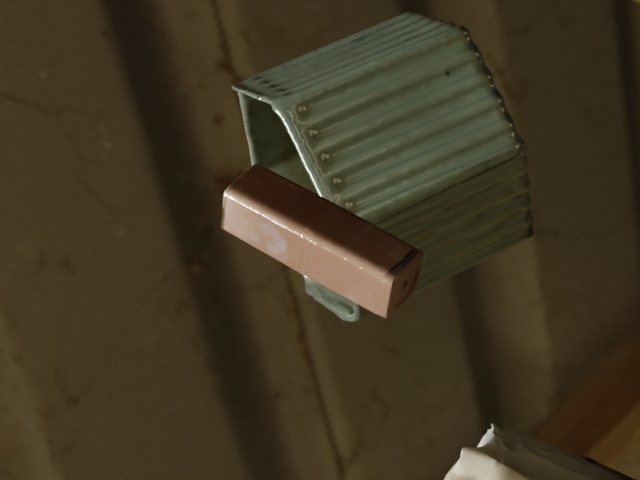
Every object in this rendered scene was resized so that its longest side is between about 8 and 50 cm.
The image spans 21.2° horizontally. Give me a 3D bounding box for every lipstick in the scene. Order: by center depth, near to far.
[{"bbox_3d":[0.000,0.000,1.216,0.045,0.145,0.045,-43,-28,-38],"label":"lipstick"}]

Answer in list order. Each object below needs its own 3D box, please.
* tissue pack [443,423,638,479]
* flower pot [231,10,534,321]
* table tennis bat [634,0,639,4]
[{"bbox_3d":[0.128,0.295,0.581,0.375,0.390,0.195,-64,-30,-7],"label":"tissue pack"},{"bbox_3d":[0.055,-0.068,1.494,0.189,0.209,0.239,-24,-41,-14],"label":"flower pot"},{"bbox_3d":[0.405,-0.250,1.513,0.224,0.368,0.054,-37,-41,-10],"label":"table tennis bat"}]
